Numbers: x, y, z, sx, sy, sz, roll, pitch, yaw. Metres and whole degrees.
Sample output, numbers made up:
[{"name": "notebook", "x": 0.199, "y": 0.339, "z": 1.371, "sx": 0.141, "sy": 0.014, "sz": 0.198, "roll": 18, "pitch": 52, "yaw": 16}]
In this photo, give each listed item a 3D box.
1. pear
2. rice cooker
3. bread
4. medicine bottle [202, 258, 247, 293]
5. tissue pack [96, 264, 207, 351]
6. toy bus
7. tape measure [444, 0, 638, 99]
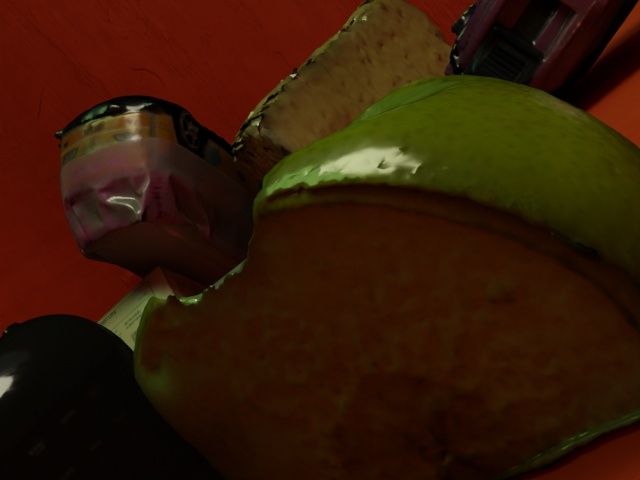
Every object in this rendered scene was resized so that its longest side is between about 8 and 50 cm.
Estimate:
[{"name": "pear", "x": 0.063, "y": 0.000, "z": 0.502, "sx": 0.286, "sy": 0.176, "sz": 0.282, "roll": -37, "pitch": 6, "yaw": 37}, {"name": "rice cooker", "x": -0.220, "y": 0.198, "z": 0.698, "sx": 0.267, "sy": 0.224, "sz": 0.267, "roll": -44, "pitch": 6, "yaw": 6}, {"name": "bread", "x": 0.077, "y": -0.145, "z": 1.058, "sx": 0.315, "sy": 0.248, "sz": 0.279, "roll": -53, "pitch": 5, "yaw": 0}, {"name": "medicine bottle", "x": -0.038, "y": 0.076, "z": 0.796, "sx": 0.133, "sy": 0.133, "sz": 0.274, "roll": -48, "pitch": 7, "yaw": -38}, {"name": "tissue pack", "x": -0.207, "y": 0.167, "z": 1.059, "sx": 0.234, "sy": 0.159, "sz": 0.125, "roll": -43, "pitch": -36, "yaw": 7}, {"name": "toy bus", "x": -0.161, "y": -0.027, "z": 1.140, "sx": 0.171, "sy": 0.163, "sz": 0.386, "roll": -19, "pitch": -26, "yaw": 20}, {"name": "tape measure", "x": 0.241, "y": -0.247, "z": 0.954, "sx": 0.245, "sy": 0.149, "sz": 0.231, "roll": -58, "pitch": -7, "yaw": 25}]
